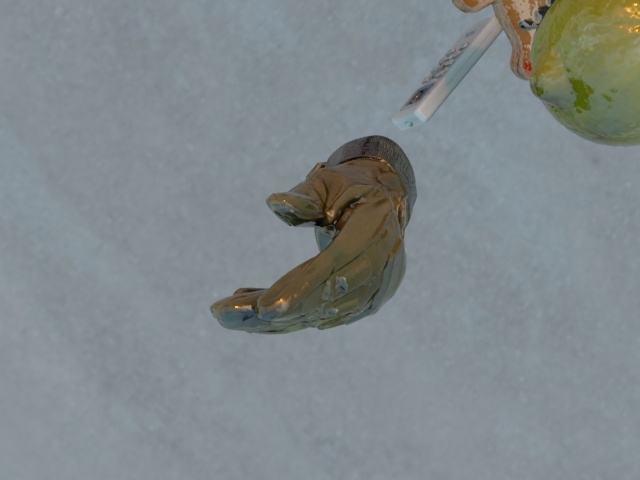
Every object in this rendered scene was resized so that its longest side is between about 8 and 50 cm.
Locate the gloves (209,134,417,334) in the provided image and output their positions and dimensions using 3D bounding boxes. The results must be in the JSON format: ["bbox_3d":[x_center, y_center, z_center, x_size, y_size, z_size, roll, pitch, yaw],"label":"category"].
[{"bbox_3d":[0.015,0.006,1.282,0.141,0.331,0.154,30,121,3],"label":"gloves"}]

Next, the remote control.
[{"bbox_3d":[0.173,-0.228,1.833,0.029,0.190,0.087,44,165,-13],"label":"remote control"}]

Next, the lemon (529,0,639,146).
[{"bbox_3d":[0.308,-0.179,1.282,0.184,0.248,0.184,170,90,-75],"label":"lemon"}]

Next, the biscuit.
[{"bbox_3d":[0.235,-0.318,1.622,0.250,0.165,0.036,54,168,-10],"label":"biscuit"}]
